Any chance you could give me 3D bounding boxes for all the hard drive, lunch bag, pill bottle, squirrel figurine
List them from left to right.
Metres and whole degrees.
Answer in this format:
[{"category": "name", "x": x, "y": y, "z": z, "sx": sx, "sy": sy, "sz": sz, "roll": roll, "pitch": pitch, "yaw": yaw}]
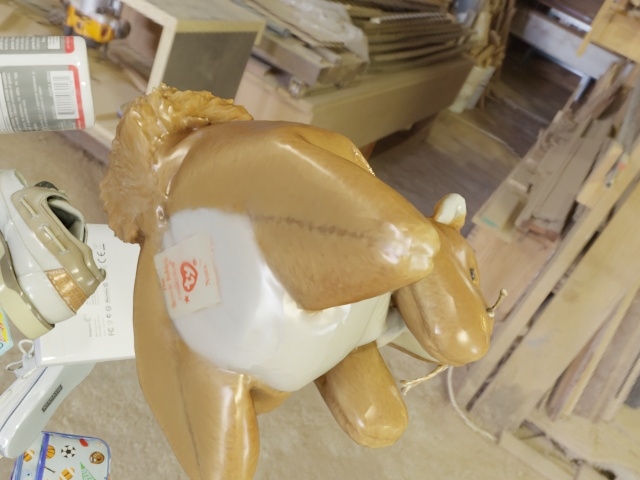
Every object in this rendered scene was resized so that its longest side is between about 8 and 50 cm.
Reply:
[{"category": "pill bottle", "x": -0.542, "y": -0.264, "z": 1.060, "sx": 0.283, "sy": 0.161, "sz": 0.161, "roll": -6, "pitch": 40, "yaw": -18}, {"category": "lunch bag", "x": -0.652, "y": 0.627, "z": 1.525, "sx": 0.243, "sy": 0.115, "sz": 0.303, "roll": 20, "pitch": 35, "yaw": -26}, {"category": "hard drive", "x": -0.315, "y": 0.087, "z": 1.087, "sx": 0.353, "sy": 0.047, "sz": 0.233, "roll": 1, "pitch": 68, "yaw": -38}, {"category": "squirrel figurine", "x": 0.000, "y": 0.000, "z": 0.620, "sx": 0.370, "sy": 0.281, "sz": 0.397, "roll": -3, "pitch": 37, "yaw": -50}]

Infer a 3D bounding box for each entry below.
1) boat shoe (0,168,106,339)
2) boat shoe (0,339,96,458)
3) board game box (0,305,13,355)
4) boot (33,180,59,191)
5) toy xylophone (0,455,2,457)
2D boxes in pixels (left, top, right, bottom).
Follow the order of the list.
[{"category": "boat shoe", "x": -0.337, "y": -0.007, "z": 0.754, "sx": 0.103, "sy": 0.113, "sz": 0.302, "roll": -31, "pitch": 47, "yaw": -12}, {"category": "boat shoe", "x": -0.639, "y": 0.300, "z": 1.403, "sx": 0.156, "sy": 0.136, "sz": 0.367, "roll": 20, "pitch": 51, "yaw": 11}, {"category": "board game box", "x": -0.834, "y": 0.179, "z": 1.333, "sx": 0.142, "sy": 0.144, "sz": 0.275, "roll": 56, "pitch": 7, "yaw": 34}, {"category": "boot", "x": -0.650, "y": -0.018, "z": 1.511, "sx": 0.083, "sy": 0.247, "sz": 0.161, "roll": -31, "pitch": 17, "yaw": -33}, {"category": "toy xylophone", "x": -0.871, "y": 0.534, "z": 1.415, "sx": 0.236, "sy": 0.323, "sz": 0.081, "roll": -38, "pitch": 81, "yaw": -11}]
